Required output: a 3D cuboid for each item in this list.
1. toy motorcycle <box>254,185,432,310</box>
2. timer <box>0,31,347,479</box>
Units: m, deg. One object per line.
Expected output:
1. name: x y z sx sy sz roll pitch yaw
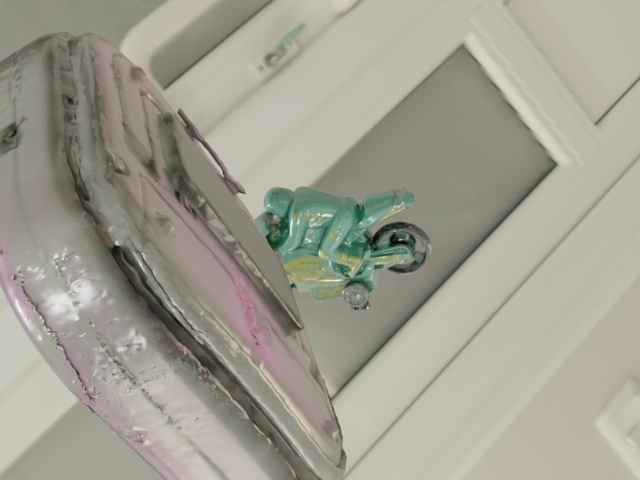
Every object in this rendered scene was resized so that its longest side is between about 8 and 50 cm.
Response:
1. toy motorcycle: 0.002 0.000 1.511 0.297 0.109 0.198 -12 122 15
2. timer: -0.061 0.016 0.458 0.208 0.069 0.190 53 -170 -40
